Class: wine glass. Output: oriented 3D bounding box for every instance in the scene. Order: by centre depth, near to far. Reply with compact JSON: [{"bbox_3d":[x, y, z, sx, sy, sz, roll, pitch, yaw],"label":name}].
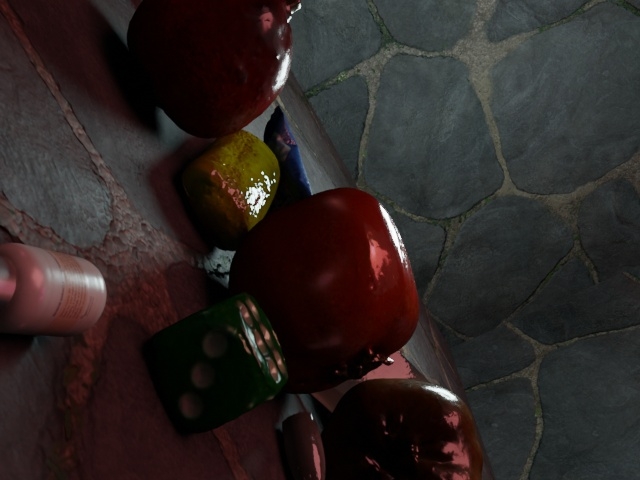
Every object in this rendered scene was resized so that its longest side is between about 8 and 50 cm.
[{"bbox_3d":[-0.013,0.341,0.973,0.066,0.066,0.198,51,17,-48],"label":"wine glass"}]

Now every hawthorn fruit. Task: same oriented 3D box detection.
[{"bbox_3d":[0.134,0.358,1.096,0.301,0.267,0.268,68,1,-65],"label":"hawthorn fruit"},{"bbox_3d":[-0.160,-0.323,1.151,0.265,0.307,0.265,55,-14,21],"label":"hawthorn fruit"}]

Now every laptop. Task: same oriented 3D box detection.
[{"bbox_3d":[0.102,0.278,1.273,0.269,0.015,0.188,45,59,-18],"label":"laptop"}]

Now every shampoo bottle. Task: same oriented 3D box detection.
[{"bbox_3d":[-0.250,0.037,0.539,0.074,0.074,0.192,67,13,16],"label":"shampoo bottle"}]

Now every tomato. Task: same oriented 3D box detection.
[{"bbox_3d":[0.012,0.080,1.091,0.325,0.293,0.290,32,32,-61],"label":"tomato"}]

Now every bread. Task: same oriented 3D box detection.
[{"bbox_3d":[-0.146,-0.111,1.249,0.166,0.112,0.383,61,12,-15],"label":"bread"}]

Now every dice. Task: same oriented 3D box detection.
[{"bbox_3d":[-0.115,0.141,0.803,0.128,0.120,0.131,64,10,5],"label":"dice"}]

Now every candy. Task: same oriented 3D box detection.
[{"bbox_3d":[-0.086,-0.121,1.464,0.077,0.187,0.331,4,48,-29],"label":"candy"}]

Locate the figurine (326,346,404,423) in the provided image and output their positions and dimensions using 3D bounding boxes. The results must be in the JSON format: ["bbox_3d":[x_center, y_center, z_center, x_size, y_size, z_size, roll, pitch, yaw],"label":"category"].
[{"bbox_3d":[0.083,0.267,1.359,0.308,0.143,0.308,6,79,-35],"label":"figurine"}]
